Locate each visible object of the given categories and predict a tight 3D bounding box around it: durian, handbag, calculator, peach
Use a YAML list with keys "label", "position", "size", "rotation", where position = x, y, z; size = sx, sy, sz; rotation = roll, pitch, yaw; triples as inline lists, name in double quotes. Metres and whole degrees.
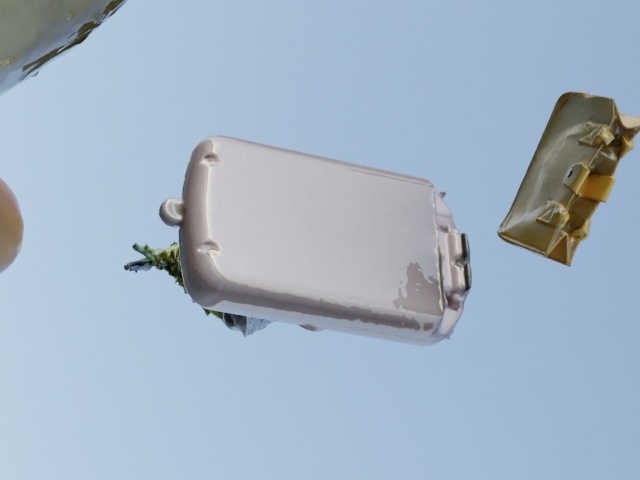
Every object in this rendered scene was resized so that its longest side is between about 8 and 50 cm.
- label: "durian"
  position: [-0.089, 0.029, 1.211]
  size: [0.100, 0.215, 0.086]
  rotation: [7, -94, 15]
- label: "handbag"
  position: [0.123, -0.030, 0.706]
  size: [0.083, 0.027, 0.061]
  rotation: [-64, -161, 0]
- label: "calculator"
  position: [0.000, 0.000, 0.754]
  size: [0.032, 0.175, 0.100]
  rotation: [127, -32, -51]
- label: "peach"
  position: [-0.385, -0.019, 1.527]
  size: [0.138, 0.138, 0.138]
  rotation: [7, -82, 56]

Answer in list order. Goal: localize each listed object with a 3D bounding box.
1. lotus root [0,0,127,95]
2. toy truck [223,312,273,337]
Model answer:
- label: "lotus root"
  position: [-0.162, -0.083, 0.356]
  size: [0.160, 0.284, 0.146]
  rotation: [57, -26, 3]
- label: "toy truck"
  position: [-0.056, 0.003, 1.035]
  size: [0.052, 0.063, 0.123]
  rotation: [101, -34, -65]
